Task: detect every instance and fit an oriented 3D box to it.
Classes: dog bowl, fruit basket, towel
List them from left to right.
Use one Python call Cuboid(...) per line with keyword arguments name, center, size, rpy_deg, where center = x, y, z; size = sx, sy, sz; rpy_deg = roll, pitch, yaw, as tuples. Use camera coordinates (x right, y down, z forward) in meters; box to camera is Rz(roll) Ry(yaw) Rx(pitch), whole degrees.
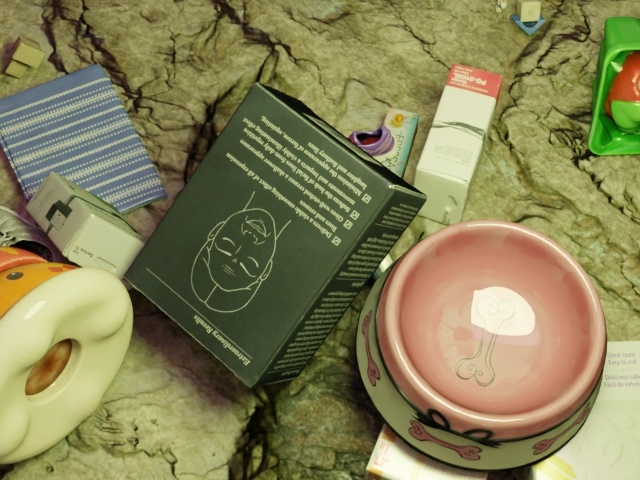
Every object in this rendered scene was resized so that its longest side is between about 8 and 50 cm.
Cuboid(name="towel", center=(-0.464, -0.168, 2.121), size=(0.243, 0.040, 0.336), rpy_deg=(-24, 67, -13))
Cuboid(name="dog bowl", center=(0.263, 0.147, 1.770), size=(0.408, 0.150, 0.407), rpy_deg=(1, 66, -3))
Cuboid(name="fruit basket", center=(0.681, -0.225, 2.035), size=(0.392, 0.282, 0.392), rpy_deg=(-1, 45, 1))

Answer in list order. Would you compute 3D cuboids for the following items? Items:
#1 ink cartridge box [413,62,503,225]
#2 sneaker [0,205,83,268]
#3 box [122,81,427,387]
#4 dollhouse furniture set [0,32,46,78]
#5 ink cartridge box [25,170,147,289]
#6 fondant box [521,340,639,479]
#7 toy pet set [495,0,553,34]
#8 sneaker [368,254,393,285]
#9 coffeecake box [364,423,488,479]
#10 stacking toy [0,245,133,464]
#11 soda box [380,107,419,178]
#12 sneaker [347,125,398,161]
Cuboid(name="ink cartridge box", center=(0.245, -0.171, 2.039), size=(0.100, 0.172, 0.237), rpy_deg=(17, 64, 9))
Cuboid(name="sneaker", center=(-0.550, 0.000, 1.966), size=(0.281, 0.115, 0.105), rpy_deg=(15, 93, 7))
Cuboid(name="box", center=(-0.072, -0.005, 1.841), size=(0.293, 0.212, 0.395), rpy_deg=(39, 100, 17))
Cuboid(name="dollhouse furniture set", center=(-0.637, -0.311, 2.151), size=(0.182, 0.161, 0.101), rpy_deg=(-54, 41, 20))
Cuboid(name="ink cartridge box", center=(-0.392, -0.018, 1.918), size=(0.087, 0.153, 0.208), rpy_deg=(-54, 40, 3))
Cuboid(name="fondant box", center=(0.448, 0.333, 1.823), size=(0.238, 0.096, 0.330), rpy_deg=(-2, 62, -1))
Cuboid(name="toy pet set", center=(0.418, -0.463, 2.267), size=(0.122, 0.065, 0.114), rpy_deg=(-4, 28, -5))
Cuboid(name="sneaker", center=(0.000, 0.000, 1.987), size=(0.148, 0.131, 0.350), rpy_deg=(-37, 63, -10))
Cuboid(name="coffeecake box", center=(0.183, 0.351, 1.828), size=(0.186, 0.068, 0.142), rpy_deg=(20, 65, 10))
Cuboid(name="stacking toy", center=(-0.579, 0.104, 1.824), size=(0.480, 0.350, 0.350), rpy_deg=(31, 67, 22))
Cuboid(name="soda box", center=(0.133, -0.155, 2.095), size=(0.063, 0.058, 0.183), rpy_deg=(14, 65, 8))
Cuboid(name="sneaker", center=(0.056, -0.170, 2.049), size=(0.170, 0.071, 0.068), rpy_deg=(-21, 50, 16))
